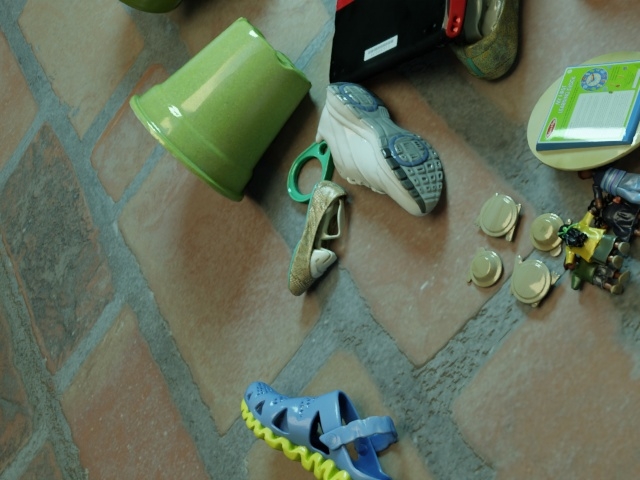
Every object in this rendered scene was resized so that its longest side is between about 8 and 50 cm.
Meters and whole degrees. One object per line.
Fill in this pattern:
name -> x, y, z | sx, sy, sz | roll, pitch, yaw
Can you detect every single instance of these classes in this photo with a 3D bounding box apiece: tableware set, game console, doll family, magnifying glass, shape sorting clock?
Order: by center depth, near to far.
doll family -> 0.374, -0.025, 1.197 | 0.111, 0.076, 0.193 | 31, 94, 48
shape sorting clock -> 0.380, -0.177, 1.227 | 0.206, 0.040, 0.206 | -22, 44, 24
tableware set -> 0.283, 0.012, 1.301 | 0.168, 0.020, 0.141 | 22, 92, 44
game console -> 0.133, -0.443, 1.470 | 0.386, 0.060, 0.342 | -8, 75, 64
magnifying glass -> 0.013, -0.169, 1.598 | 0.092, 0.026, 0.231 | 44, 107, 41

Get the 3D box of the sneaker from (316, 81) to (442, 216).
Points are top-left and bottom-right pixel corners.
sneaker -> 0.094, -0.135, 1.475 | 0.297, 0.111, 0.129 | 55, 135, 35

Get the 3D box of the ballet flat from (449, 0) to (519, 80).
ballet flat -> 0.253, -0.424, 1.393 | 0.123, 0.123, 0.349 | -7, 72, 41

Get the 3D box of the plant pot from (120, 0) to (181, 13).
plant pot -> -0.314, -0.672, 1.857 | 0.353, 0.366, 0.367 | -44, 52, 39

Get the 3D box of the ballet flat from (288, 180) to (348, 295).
ballet flat -> 0.000, 0.000, 1.532 | 0.067, 0.073, 0.206 | 14, 91, 29

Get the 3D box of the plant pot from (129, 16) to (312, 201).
plant pot -> -0.162, -0.257, 1.648 | 0.254, 0.276, 0.276 | -46, 51, 8

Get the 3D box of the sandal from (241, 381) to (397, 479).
sandal -> 0.007, 0.295, 1.409 | 0.317, 0.126, 0.138 | 26, 92, 35
